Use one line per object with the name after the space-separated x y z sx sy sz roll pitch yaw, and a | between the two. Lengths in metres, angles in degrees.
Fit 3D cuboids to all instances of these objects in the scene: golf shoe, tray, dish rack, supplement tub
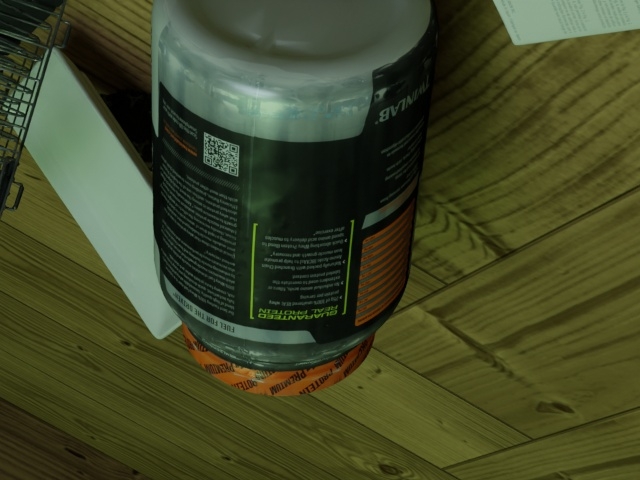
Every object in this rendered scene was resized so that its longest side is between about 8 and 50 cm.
-0.137 -0.081 1.706 0.198 0.077 0.094 17 156 21 | golf shoe
-0.187 -0.045 1.660 0.270 0.030 0.145 56 146 1 | tray
-0.297 -0.110 1.576 0.074 0.271 0.208 20 160 -21 | dish rack
-0.025 -0.052 1.377 0.207 0.207 0.338 19 135 14 | supplement tub

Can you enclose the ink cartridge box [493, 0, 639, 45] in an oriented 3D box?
0.205 -0.209 1.153 0.225 0.056 0.181 -7 145 21 | ink cartridge box
